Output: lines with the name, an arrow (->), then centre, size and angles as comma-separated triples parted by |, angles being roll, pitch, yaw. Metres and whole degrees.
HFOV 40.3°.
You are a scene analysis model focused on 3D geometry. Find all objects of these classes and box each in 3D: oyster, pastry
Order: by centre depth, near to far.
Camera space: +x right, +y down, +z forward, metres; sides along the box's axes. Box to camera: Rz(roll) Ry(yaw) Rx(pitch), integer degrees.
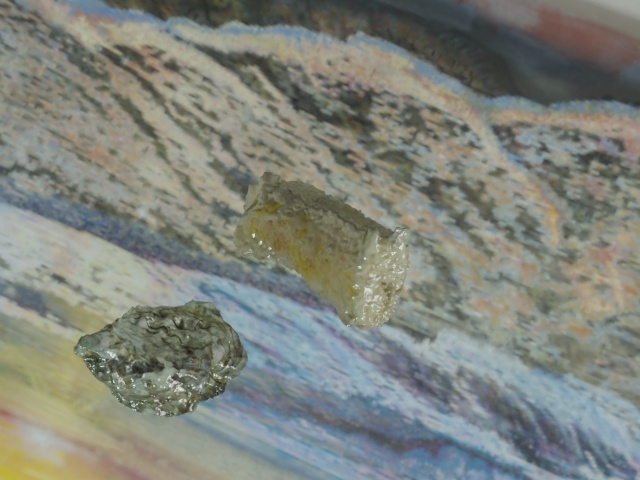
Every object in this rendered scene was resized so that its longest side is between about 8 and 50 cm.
oyster -> -0.100, 0.074, 0.594 | 0.098, 0.100, 0.037 | 51, 146, -11
pastry -> -0.001, 0.006, 0.989 | 0.089, 0.121, 0.258 | 19, -174, -41
